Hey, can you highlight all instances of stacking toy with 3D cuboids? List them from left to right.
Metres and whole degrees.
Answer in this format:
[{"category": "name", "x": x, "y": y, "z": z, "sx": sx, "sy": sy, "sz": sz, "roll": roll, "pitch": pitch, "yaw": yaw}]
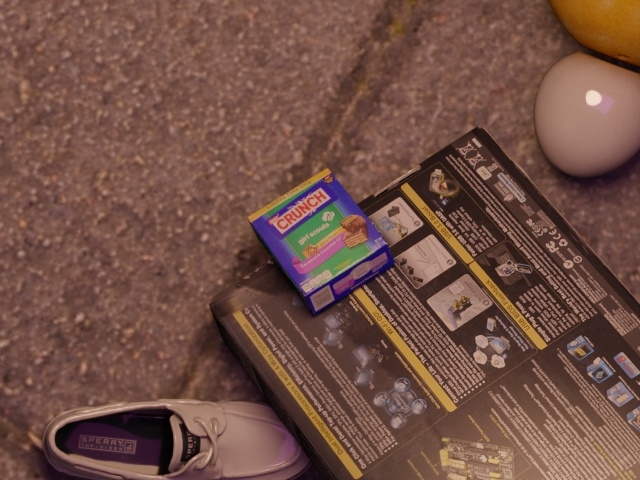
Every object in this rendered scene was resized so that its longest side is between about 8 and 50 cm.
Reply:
[{"category": "stacking toy", "x": 0.321, "y": -0.288, "z": 1.807, "sx": 0.351, "sy": 0.350, "sz": 0.480, "roll": 20, "pitch": 101, "yaw": -5}]

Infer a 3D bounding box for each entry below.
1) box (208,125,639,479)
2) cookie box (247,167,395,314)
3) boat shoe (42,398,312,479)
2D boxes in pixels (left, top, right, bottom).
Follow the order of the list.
[{"category": "box", "x": 0.134, "y": 0.123, "z": 1.711, "sx": 0.318, "sy": 0.097, "sz": 0.395, "roll": -33, "pitch": 60, "yaw": -11}, {"category": "cookie box", "x": 0.000, "y": 0.000, "z": 1.733, "sx": 0.092, "sy": 0.040, "sz": 0.107, "roll": -33, "pitch": 56, "yaw": -8}, {"category": "boat shoe", "x": -0.127, "y": 0.193, "z": 1.759, "sx": 0.258, "sy": 0.084, "sz": 0.095, "roll": -2, "pitch": 84, "yaw": -7}]
